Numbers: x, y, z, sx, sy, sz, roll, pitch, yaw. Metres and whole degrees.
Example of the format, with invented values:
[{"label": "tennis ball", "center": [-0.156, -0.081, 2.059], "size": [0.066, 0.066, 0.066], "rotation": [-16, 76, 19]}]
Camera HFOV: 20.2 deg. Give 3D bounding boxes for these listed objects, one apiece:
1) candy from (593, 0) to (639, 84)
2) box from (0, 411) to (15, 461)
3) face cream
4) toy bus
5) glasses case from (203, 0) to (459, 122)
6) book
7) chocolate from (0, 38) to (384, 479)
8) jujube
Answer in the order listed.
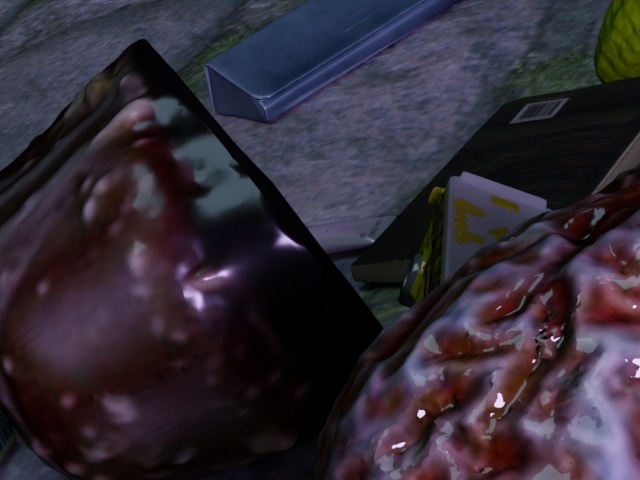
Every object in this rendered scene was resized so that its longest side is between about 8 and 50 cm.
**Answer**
[{"label": "candy", "center": [0.258, -0.175, 1.234], "size": [0.209, 0.097, 0.096], "rotation": [-49, 2, 42]}, {"label": "box", "center": [-0.252, 0.090, 1.278], "size": [0.153, 0.041, 0.279], "rotation": [-16, 24, 23]}, {"label": "face cream", "center": [0.000, 0.000, 1.257], "size": [0.115, 0.020, 0.038], "rotation": [-8, 27, 28]}, {"label": "toy bus", "center": [0.086, 0.035, 0.972], "size": [0.081, 0.074, 0.226], "rotation": [19, 20, 0]}, {"label": "glasses case", "center": [0.022, -0.198, 1.618], "size": [0.266, 0.056, 0.105], "rotation": [-35, 24, -23]}, {"label": "book", "center": [0.139, -0.043, 1.207], "size": [0.160, 0.024, 0.228], "rotation": [-5, 30, 40]}, {"label": "chocolate", "center": [-0.112, 0.031, 1.062], "size": [0.210, 0.225, 0.340], "rotation": [-38, 23, 0]}, {"label": "jujube", "center": [0.151, 0.076, 0.695], "size": [0.317, 0.226, 0.226], "rotation": [-35, 25, -19]}]
